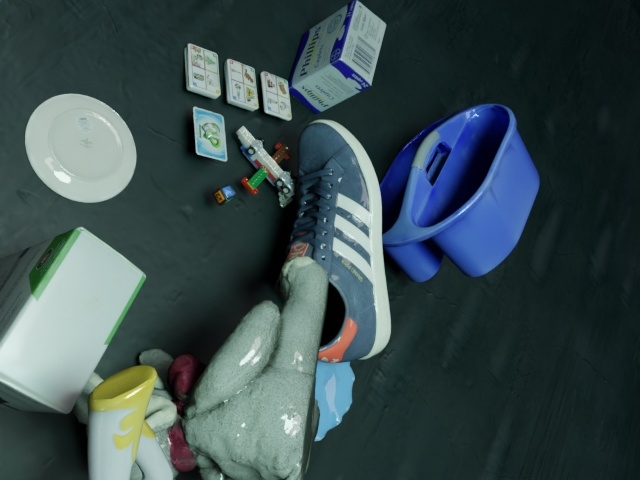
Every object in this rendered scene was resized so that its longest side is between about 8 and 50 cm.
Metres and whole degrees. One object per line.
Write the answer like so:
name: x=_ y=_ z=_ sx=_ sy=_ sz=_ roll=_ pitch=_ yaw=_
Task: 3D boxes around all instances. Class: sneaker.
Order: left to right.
sneaker: x=0.000 y=0.000 z=0.946 sx=0.148 sy=0.131 sz=0.350 roll=-6 pitch=82 yaw=-41

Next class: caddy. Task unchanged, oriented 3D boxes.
caddy: x=0.213 y=-0.091 z=1.133 sx=0.179 sy=0.241 sz=0.341 roll=50 pitch=52 yaw=-26

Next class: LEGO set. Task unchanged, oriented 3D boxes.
LEGO set: x=-0.119 y=-0.151 z=1.000 sx=0.182 sy=0.060 sz=0.244 roll=11 pitch=61 yaw=-38

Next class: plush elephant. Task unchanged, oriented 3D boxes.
plush elephant: x=-0.138 y=0.199 z=0.769 sx=0.330 sy=0.255 sz=0.272 roll=-76 pitch=171 yaw=-58

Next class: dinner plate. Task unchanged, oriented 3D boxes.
dinner plate: x=-0.294 y=-0.117 z=0.849 sx=0.141 sy=0.017 sz=0.141 roll=13 pitch=69 yaw=-38

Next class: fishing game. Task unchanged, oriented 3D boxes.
fishing game: x=-0.035 y=0.197 z=0.981 sx=0.189 sy=0.041 sz=0.264 roll=40 pitch=60 yaw=-19

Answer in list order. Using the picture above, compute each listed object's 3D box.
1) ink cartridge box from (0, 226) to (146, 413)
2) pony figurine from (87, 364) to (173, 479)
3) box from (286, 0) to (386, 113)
ink cartridge box: x=-0.288 y=0.085 z=0.675 sx=0.087 sy=0.208 sz=0.153 roll=41 pitch=57 yaw=-30
pony figurine: x=-0.232 y=0.309 z=0.537 sx=0.351 sy=0.303 sz=0.363 roll=-24 pitch=114 yaw=-26
box: x=0.024 y=-0.291 z=1.085 sx=0.072 sy=0.137 sz=0.126 roll=30 pitch=61 yaw=-30
